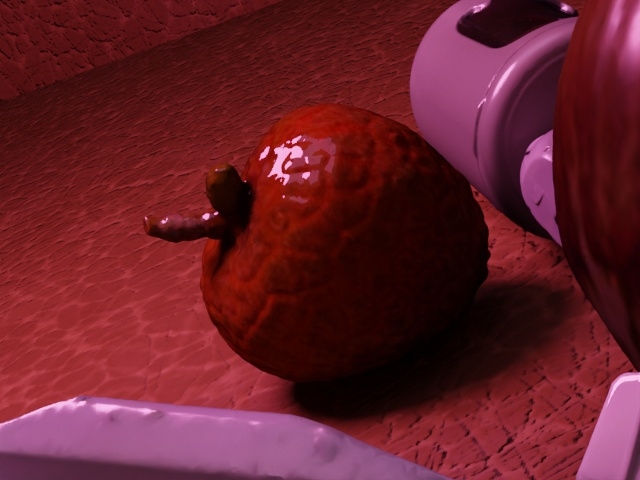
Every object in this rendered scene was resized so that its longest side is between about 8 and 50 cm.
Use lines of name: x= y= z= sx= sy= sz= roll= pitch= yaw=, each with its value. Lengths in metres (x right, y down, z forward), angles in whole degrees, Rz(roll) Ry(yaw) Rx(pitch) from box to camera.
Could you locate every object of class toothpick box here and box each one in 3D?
toothpick box: x=0.207 y=-0.128 z=1.498 sx=0.229 sy=0.229 sz=0.316 roll=-25 pitch=22 yaw=-6

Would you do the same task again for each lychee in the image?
lychee: x=0.000 y=0.000 z=1.326 sx=0.255 sy=0.300 sz=0.255 roll=-62 pitch=10 yaw=19

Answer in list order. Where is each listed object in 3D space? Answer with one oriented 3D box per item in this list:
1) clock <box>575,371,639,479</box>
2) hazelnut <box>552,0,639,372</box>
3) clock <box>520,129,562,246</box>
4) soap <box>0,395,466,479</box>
clock: x=0.288 y=0.125 z=0.686 sx=0.262 sy=0.231 sz=0.116 roll=2 pitch=70 yaw=50
hazelnut: x=0.337 y=-0.077 z=0.957 sx=0.402 sy=0.402 sz=0.429 roll=-28 pitch=27 yaw=-14
clock: x=0.259 y=-0.035 z=1.295 sx=0.117 sy=0.080 sz=0.176 roll=-24 pitch=61 yaw=-28
soap: x=-0.063 y=0.226 z=0.770 sx=0.446 sy=0.156 sz=0.261 roll=0 pitch=51 yaw=24
